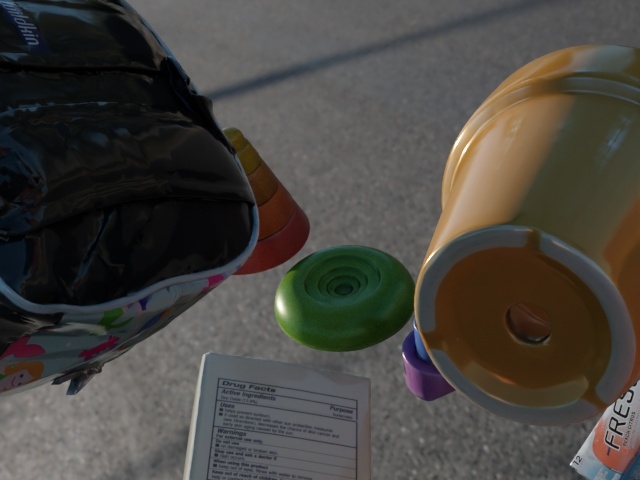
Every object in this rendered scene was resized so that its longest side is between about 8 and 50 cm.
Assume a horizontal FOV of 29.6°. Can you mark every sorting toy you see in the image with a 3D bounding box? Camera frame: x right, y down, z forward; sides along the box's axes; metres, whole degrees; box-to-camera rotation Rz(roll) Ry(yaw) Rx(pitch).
[{"bbox_3d":[0.000,0.000,1.055,0.127,0.126,0.365,-31,43,-26],"label":"sorting toy"}]

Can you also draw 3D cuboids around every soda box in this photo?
[{"bbox_3d":[0.323,0.165,1.165,0.058,0.063,0.183,35,93,48],"label":"soda box"}]

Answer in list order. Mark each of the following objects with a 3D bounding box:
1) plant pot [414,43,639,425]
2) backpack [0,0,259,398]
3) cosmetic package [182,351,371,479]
[{"bbox_3d":[0.150,0.009,0.729,0.205,0.205,0.188,-15,18,36],"label":"plant pot"},{"bbox_3d":[-0.159,-0.033,0.623,0.191,0.225,0.253,-37,-9,31],"label":"backpack"},{"bbox_3d":[-0.042,0.248,0.954,0.153,0.129,0.296,10,43,-5],"label":"cosmetic package"}]
